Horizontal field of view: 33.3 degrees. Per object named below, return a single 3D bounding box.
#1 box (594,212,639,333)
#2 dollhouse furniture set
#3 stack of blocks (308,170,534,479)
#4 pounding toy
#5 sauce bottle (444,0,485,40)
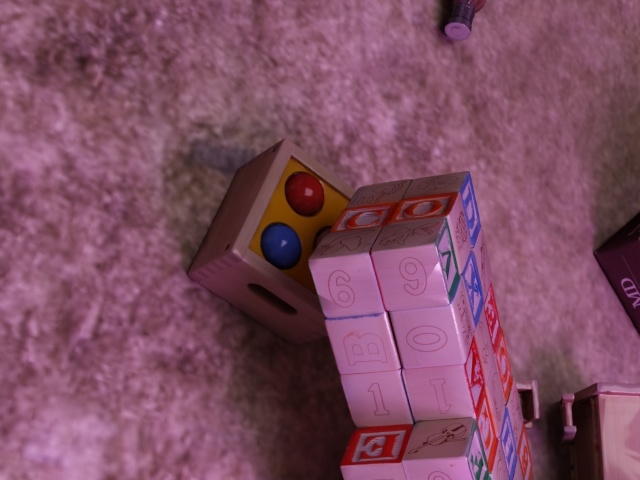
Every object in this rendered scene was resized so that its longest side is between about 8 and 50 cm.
[{"bbox_3d":[0.424,0.020,1.056,0.167,0.203,0.168,-34,94,-37],"label":"box"},{"bbox_3d":[0.205,0.221,0.927,0.160,0.101,0.182,4,71,-8],"label":"dollhouse furniture set"},{"bbox_3d":[0.079,0.123,0.746,0.171,0.087,0.297,-56,135,-61],"label":"stack of blocks"},{"bbox_3d":[0.000,0.000,0.830,0.141,0.100,0.130,35,58,-21],"label":"pounding toy"},{"bbox_3d":[0.149,-0.255,1.059,0.042,0.042,0.128,31,57,-23],"label":"sauce bottle"}]
